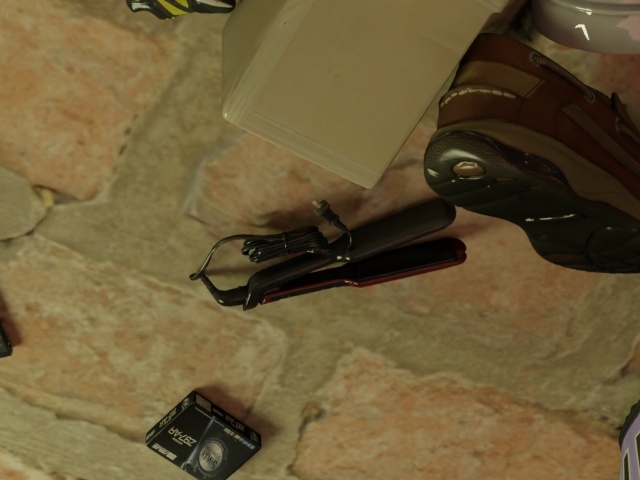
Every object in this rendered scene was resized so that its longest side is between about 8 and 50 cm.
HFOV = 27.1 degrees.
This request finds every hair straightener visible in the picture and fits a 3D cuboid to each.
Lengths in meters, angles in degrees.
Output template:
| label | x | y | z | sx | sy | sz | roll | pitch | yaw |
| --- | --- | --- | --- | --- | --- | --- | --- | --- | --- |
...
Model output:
| label | x | y | z | sx | sy | sz | roll | pitch | yaw |
| --- | --- | --- | --- | --- | --- | --- | --- | --- | --- |
| hair straightener | 0.000 | 0.000 | 1.088 | 0.230 | 0.047 | 0.089 | -11 | 122 | 8 |

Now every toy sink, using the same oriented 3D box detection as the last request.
| label | x | y | z | sx | sy | sz | roll | pitch | yaw |
| --- | --- | --- | --- | --- | --- | --- | --- | --- | --- |
| toy sink | 0.042 | -0.181 | 0.911 | 0.131 | 0.153 | 0.234 | 24 | 116 | -18 |

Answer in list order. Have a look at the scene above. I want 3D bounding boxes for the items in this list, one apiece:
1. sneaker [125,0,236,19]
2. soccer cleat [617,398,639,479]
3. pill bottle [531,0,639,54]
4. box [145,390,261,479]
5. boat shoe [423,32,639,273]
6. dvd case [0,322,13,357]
| label | x | y | z | sx | sy | sz | roll | pitch | yaw |
| --- | --- | --- | --- | --- | --- | --- | --- | --- | --- |
| sneaker | -0.104 | -0.178 | 0.975 | 0.083 | 0.031 | 0.035 | 13 | 132 | -7 |
| soccer cleat | 0.314 | 0.257 | 1.220 | 0.109 | 0.116 | 0.318 | 11 | 120 | -11 |
| pill bottle | 0.198 | -0.290 | 0.836 | 0.181 | 0.181 | 0.323 | -6 | 122 | -1 |
| box | -0.106 | 0.181 | 1.200 | 0.083 | 0.018 | 0.067 | 38 | 111 | -24 |
| boat shoe | 0.197 | -0.057 | 0.983 | 0.122 | 0.120 | 0.324 | -3 | 162 | 36 |
| dvd case | -0.319 | 0.058 | 1.112 | 0.087 | 0.013 | 0.119 | -14 | 120 | 5 |
